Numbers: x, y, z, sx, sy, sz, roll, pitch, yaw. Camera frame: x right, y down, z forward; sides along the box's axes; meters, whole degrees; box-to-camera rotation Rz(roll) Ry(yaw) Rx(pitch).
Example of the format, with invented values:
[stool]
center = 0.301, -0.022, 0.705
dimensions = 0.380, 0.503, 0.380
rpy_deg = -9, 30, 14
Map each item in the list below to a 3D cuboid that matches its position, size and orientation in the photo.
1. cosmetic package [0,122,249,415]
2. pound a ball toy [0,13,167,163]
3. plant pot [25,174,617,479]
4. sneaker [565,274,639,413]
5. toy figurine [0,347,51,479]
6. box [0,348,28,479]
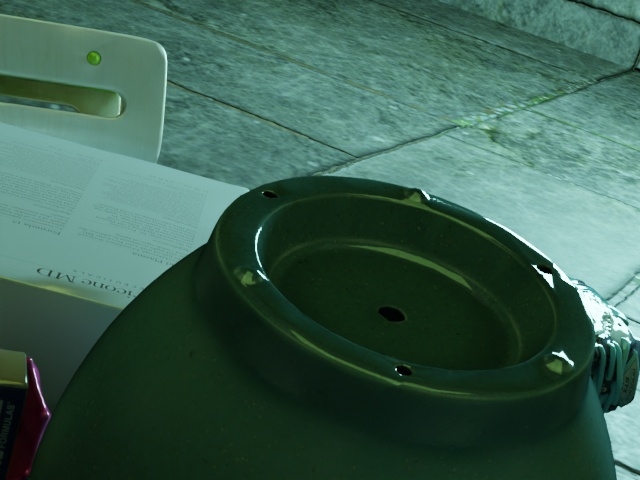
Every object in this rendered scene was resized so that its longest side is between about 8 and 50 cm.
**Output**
[cosmetic package]
center = -0.244, -0.001, 0.997
dimensions = 0.377, 0.097, 0.284
rpy_deg = 15, 16, -3
[pound a ball toy]
center = -0.272, -0.104, 1.279
dimensions = 0.319, 0.136, 0.208
rpy_deg = 7, -5, -27
[plant pot]
center = 0.013, 0.094, 0.702
dimensions = 0.293, 0.196, 0.293
rpy_deg = 12, 29, -7
[sneaker]
center = 0.179, 0.081, 1.107
dimensions = 0.122, 0.110, 0.283
rpy_deg = 22, 19, 6
[toy figurine]
center = -0.212, 0.083, 0.758
dimensions = 0.159, 0.130, 0.173
rpy_deg = 21, 14, -15
[box]
center = -0.249, 0.094, 0.644
dimensions = 0.225, 0.136, 0.036
rpy_deg = 10, 24, -18
